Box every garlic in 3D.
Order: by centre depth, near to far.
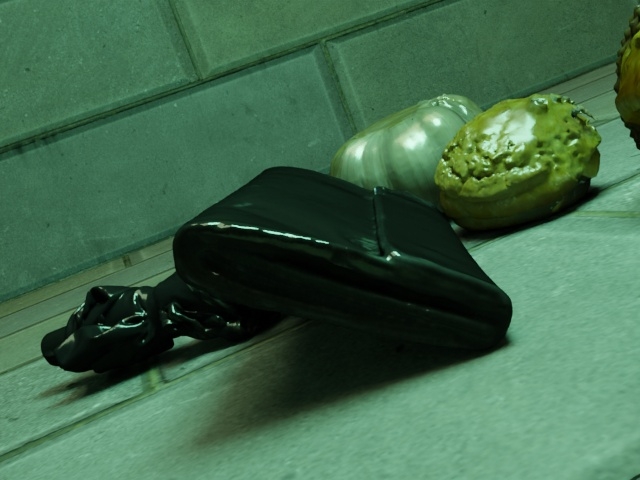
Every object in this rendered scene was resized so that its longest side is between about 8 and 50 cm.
[{"bbox_3d":[0.124,-0.099,0.983,0.228,0.152,0.228,-24,7,3],"label":"garlic"}]

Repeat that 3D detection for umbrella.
[{"bbox_3d":[-0.179,0.078,0.766,0.272,0.110,0.122,-19,43,15],"label":"umbrella"}]

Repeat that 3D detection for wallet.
[{"bbox_3d":[0.025,-0.008,0.656,0.228,0.062,0.406,12,12,1],"label":"wallet"}]

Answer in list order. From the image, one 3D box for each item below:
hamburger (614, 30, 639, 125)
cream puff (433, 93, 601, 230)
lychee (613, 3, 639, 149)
[{"bbox_3d":[0.290,-0.060,0.285,0.314,0.170,0.290,-21,11,-10],"label":"hamburger"},{"bbox_3d":[0.215,-0.090,0.803,0.189,0.129,0.189,-23,10,4],"label":"cream puff"},{"bbox_3d":[0.346,-0.144,0.609,0.200,0.200,0.238,-16,-32,28],"label":"lychee"}]
